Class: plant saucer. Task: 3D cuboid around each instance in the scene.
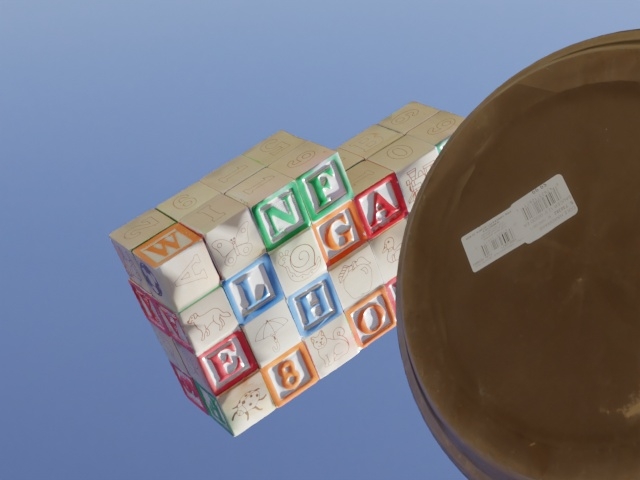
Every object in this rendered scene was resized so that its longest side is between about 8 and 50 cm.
[{"bbox_3d":[0.149,0.016,0.694,0.278,0.277,0.041,10,174,40],"label":"plant saucer"}]

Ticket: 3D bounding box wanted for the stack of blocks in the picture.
[{"bbox_3d":[0.000,0.000,1.078,0.297,0.171,0.087,-33,-149,-20],"label":"stack of blocks"}]
